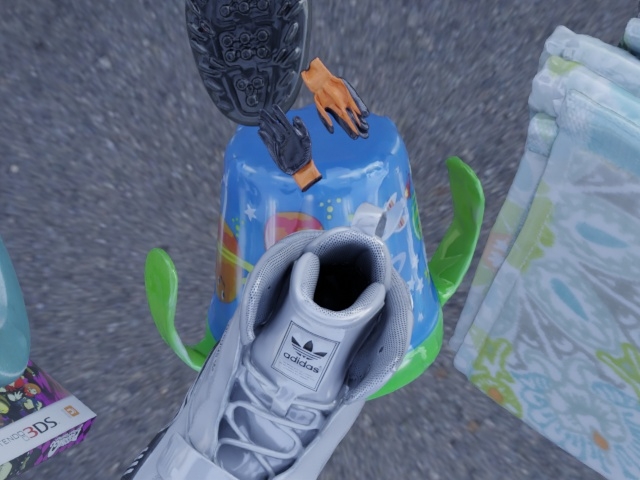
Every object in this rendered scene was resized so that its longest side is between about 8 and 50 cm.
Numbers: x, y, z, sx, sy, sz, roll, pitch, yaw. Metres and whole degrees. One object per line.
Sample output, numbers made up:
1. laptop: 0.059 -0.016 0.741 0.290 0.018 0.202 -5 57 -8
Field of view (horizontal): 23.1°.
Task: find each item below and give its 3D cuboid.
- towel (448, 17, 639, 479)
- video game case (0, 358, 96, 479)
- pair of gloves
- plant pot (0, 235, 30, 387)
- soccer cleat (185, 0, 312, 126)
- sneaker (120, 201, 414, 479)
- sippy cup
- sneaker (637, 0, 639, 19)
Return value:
1. towel: 0.255 0.068 0.871 0.374 0.320 0.090 34 61 14
2. video game case: -0.355 0.135 1.457 0.232 0.210 0.042 38 113 14
3. pair of gloves: -0.006 -0.086 1.165 0.083 0.010 0.074 -42 72 17
4. plant pot: -0.300 0.042 0.794 0.255 0.271 0.272 -27 88 4
5. soccer cleat: -0.060 -0.255 1.312 0.108 0.116 0.318 -9 92 14
6. sneaker: -0.049 0.135 1.127 0.137 0.210 0.366 29 62 1
7. sippy cup: 0.000 0.000 1.472 0.240 0.305 0.224 12 123 23
8. sneaker: 0.348 -0.187 1.561 0.111 0.300 0.121 26 101 10
